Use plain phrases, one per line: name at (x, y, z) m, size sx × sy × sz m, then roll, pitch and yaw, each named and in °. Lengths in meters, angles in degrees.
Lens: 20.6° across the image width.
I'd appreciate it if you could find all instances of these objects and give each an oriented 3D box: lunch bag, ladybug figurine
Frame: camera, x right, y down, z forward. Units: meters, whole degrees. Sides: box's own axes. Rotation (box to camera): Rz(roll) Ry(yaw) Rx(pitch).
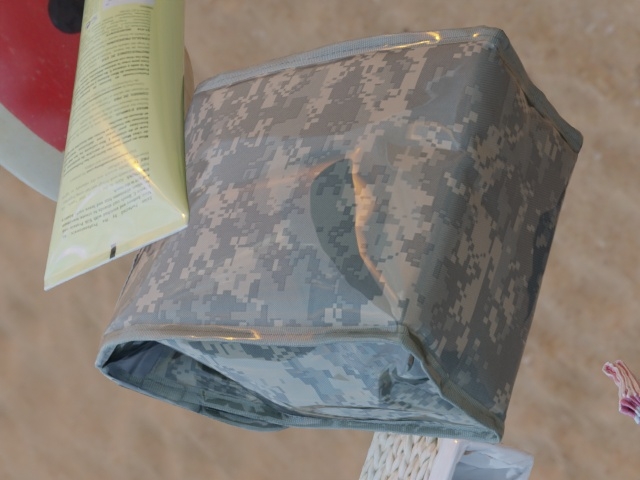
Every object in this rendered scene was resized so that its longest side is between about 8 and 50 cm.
lunch bag at (0.000, 0.000, 1.183) m, size 0.287 × 0.235 × 0.169 m, roll 0°, pitch 150°, yaw 35°
ladybug figurine at (-0.274, -0.223, 1.612) m, size 0.449 × 0.162 × 0.305 m, roll 47°, pitch -156°, yaw -14°

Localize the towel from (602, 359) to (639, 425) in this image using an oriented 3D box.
towel at (0.363, 0.209, 1.779) m, size 0.197 × 0.029 × 0.144 m, roll 47°, pitch -172°, yaw -6°

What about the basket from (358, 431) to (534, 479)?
basket at (0.096, 0.243, 1.554) m, size 0.113 × 0.167 × 0.103 m, roll 19°, pitch -179°, yaw -45°

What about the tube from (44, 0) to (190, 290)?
tube at (-0.111, -0.074, 1.000) m, size 0.062 × 0.240 × 0.070 m, roll 12°, pitch 133°, yaw -14°
